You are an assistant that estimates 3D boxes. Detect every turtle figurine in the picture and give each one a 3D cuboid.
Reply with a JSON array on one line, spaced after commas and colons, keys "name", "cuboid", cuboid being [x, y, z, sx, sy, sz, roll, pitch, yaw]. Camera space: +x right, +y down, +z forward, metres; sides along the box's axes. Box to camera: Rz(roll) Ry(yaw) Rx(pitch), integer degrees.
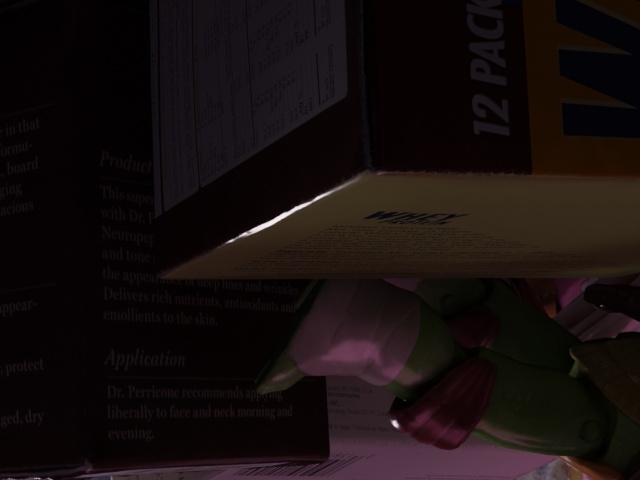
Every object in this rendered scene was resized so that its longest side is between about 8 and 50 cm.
[{"name": "turtle figurine", "cuboid": [0.092, 0.113, 0.688, 0.266, 0.198, 0.275, 33, 148, -2]}]

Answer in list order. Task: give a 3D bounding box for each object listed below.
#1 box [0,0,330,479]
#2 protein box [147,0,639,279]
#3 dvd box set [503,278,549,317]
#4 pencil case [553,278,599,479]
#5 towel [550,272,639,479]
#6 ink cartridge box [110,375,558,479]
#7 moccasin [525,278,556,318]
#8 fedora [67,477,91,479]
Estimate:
[{"name": "box", "cuboid": [-0.112, 0.011, 0.729, 0.167, 0.203, 0.168, -9, 169, 37]}, {"name": "protein box", "cuboid": [0.064, -0.066, 0.511, 0.199, 0.136, 0.201, 0, 171, -21]}, {"name": "dvd box set", "cuboid": [0.027, 0.118, 1.129, 0.307, 0.062, 0.420, -21, 156, 10]}, {"name": "pencil case", "cuboid": [0.220, 0.122, 0.998, 0.160, 0.386, 0.167, -4, -175, -15]}, {"name": "towel", "cuboid": [0.309, 0.068, 0.823, 0.332, 0.053, 0.317, 38, 116, -26]}, {"name": "ink cartridge box", "cuboid": [-0.025, 0.163, 1.028, 0.261, 0.066, 0.296, -34, 151, 33]}, {"name": "moccasin", "cuboid": [0.263, 0.063, 1.366, 0.139, 0.147, 0.380, -9, 169, 34]}, {"name": "fedora", "cuboid": [-0.225, 0.106, 1.223, 0.334, 0.153, 0.334, 2, -174, 0]}]
